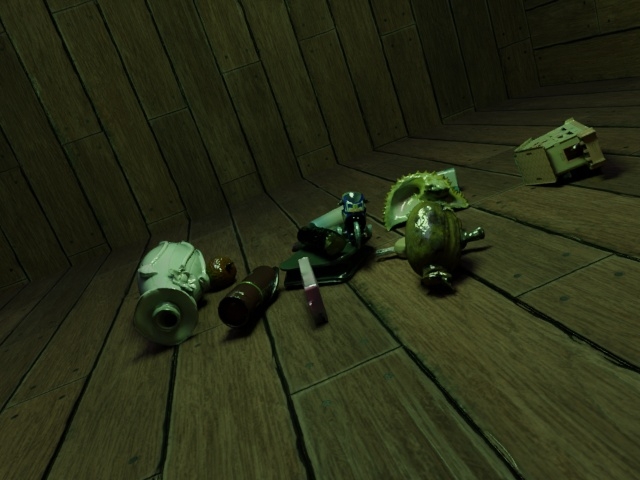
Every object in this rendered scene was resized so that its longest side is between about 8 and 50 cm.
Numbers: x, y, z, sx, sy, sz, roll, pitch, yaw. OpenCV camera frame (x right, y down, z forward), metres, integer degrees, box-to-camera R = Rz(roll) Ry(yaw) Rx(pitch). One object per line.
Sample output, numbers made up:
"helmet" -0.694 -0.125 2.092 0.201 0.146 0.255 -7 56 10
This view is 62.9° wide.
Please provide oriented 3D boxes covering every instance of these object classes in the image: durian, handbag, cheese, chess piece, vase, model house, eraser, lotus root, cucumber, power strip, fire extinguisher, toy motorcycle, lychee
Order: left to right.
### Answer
"vase" -0.488 0.162 1.699 0.249 0.250 0.445 -21 21 -5
"lychee" -0.362 0.114 1.894 0.146 0.114 0.114 -37 6 31
"fire extinguisher" -0.203 0.161 1.578 0.141 0.105 0.341 -47 0 20
"power strip" -0.024 0.132 1.447 0.037 0.109 0.279 -18 16 -1
"cucumber" -0.004 -0.008 1.665 0.081 0.072 0.303 -21 14 -15
"handbag" 0.022 0.058 1.691 0.247 0.079 0.260 -9 17 28
"toy motorcycle" 0.106 -0.084 1.676 0.113 0.169 0.315 -5 15 0
"cheese" 0.251 0.024 1.588 0.171 0.048 0.092 -19 14 2
"durian" 0.362 -0.148 1.851 0.306 0.172 0.167 -8 43 12
"eraser" 0.424 -0.206 2.041 0.225 0.096 0.052 -15 17 16
"lotus root" 0.288 0.022 1.346 0.153 0.154 0.278 -14 53 20
"chess piece" 0.417 -0.070 1.693 0.060 0.060 0.172 -16 14 11
"model house" 0.794 -0.278 1.768 0.244 0.169 0.326 -22 13 19

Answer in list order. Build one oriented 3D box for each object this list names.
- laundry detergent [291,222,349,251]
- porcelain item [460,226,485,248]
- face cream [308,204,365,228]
"laundry detergent" 0.000 0.000 1.911 0.221 0.078 0.144 -16 14 21
"porcelain item" 0.352 0.009 1.466 0.215 0.081 0.069 -13 0 18
"face cream" 0.069 -0.089 2.106 0.250 0.077 0.077 -28 18 -30
